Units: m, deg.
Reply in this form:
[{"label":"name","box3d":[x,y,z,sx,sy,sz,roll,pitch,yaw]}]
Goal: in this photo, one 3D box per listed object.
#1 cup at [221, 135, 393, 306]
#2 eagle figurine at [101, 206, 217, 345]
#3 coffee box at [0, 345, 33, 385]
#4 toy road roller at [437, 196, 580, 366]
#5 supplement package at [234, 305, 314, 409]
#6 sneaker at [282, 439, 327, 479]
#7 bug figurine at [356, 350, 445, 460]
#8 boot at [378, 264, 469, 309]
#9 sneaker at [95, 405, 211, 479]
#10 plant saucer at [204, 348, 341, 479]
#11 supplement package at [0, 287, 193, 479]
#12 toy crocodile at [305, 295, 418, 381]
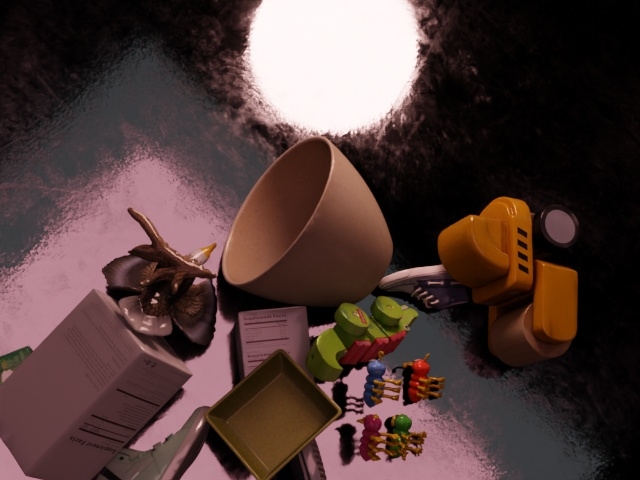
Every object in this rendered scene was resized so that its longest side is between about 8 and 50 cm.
[{"label":"cup","box3d":[0.000,0.000,1.893,0.237,0.331,0.331,34,71,-25]},{"label":"eagle figurine","box3d":[-0.277,0.081,1.799,0.225,0.298,0.226,-7,74,-19]},{"label":"coffee box","box3d":[-0.614,0.282,1.823,0.184,0.040,0.113,-22,80,-15]},{"label":"toy road roller","box3d":[0.365,0.075,1.953,0.240,0.202,0.330,9,71,-19]},{"label":"supplement package","box3d":[-0.087,0.261,1.874,0.133,0.139,0.244,-4,77,-10]},{"label":"sneaker","box3d":[-0.034,0.505,1.781,0.127,0.126,0.321,-12,105,3]},{"label":"bug figurine","box3d":[0.141,0.321,1.880,0.072,0.279,0.216,10,89,32]},{"label":"boot","box3d":[0.216,0.102,2.006,0.190,0.069,0.086,-9,76,-15]},{"label":"sneaker","box3d":[-0.318,0.391,1.825,0.151,0.094,0.256,27,61,14]},{"label":"plant saucer","box3d":[-0.081,0.317,1.734,0.188,0.045,0.188,-40,54,-11]},{"label":"supplement package","box3d":[-0.412,0.266,1.728,0.293,0.175,0.177,-45,60,1]},{"label":"toy crocodile","box3d":[0.087,0.187,1.861,0.105,0.115,0.340,46,27,23]}]
